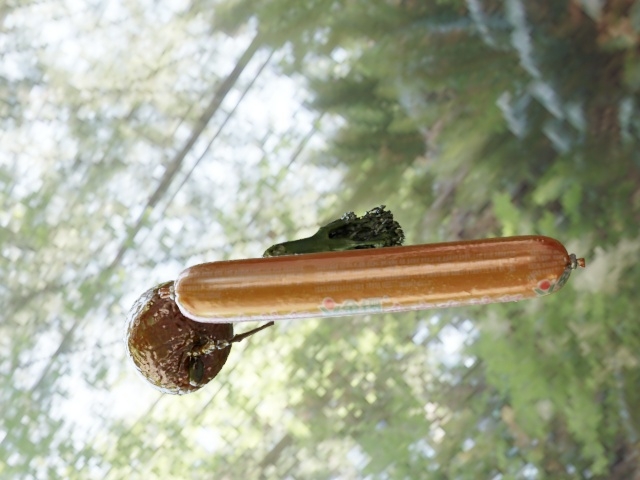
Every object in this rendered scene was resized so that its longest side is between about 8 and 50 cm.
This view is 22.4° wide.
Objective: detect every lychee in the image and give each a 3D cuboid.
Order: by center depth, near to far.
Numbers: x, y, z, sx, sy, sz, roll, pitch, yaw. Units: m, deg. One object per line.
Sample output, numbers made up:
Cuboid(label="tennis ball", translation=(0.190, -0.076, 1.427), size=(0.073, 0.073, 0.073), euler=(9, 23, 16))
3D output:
Cuboid(label="lychee", translation=(-0.124, 0.083, 1.454), size=(0.101, 0.140, 0.114), euler=(36, -93, -11))

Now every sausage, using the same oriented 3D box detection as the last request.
Cuboid(label="sausage", translation=(0.036, 0.033, 1.289), size=(0.348, 0.053, 0.053), euler=(-5, -134, 15))

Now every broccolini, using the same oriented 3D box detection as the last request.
Cuboid(label="broccolini", translation=(0.004, 0.013, 1.601), size=(0.201, 0.074, 0.058), euler=(-23, -83, -51))
